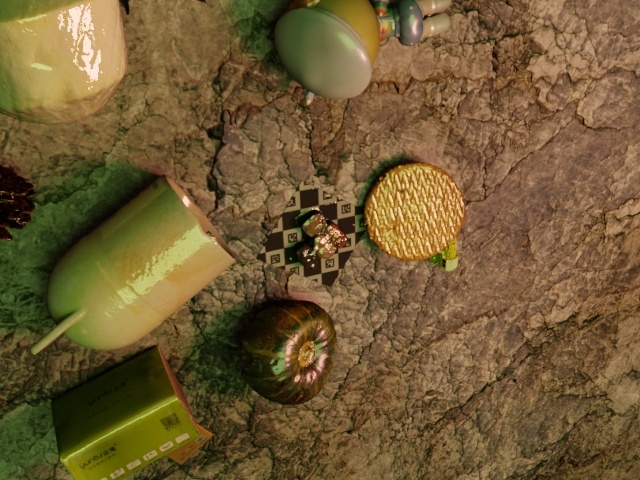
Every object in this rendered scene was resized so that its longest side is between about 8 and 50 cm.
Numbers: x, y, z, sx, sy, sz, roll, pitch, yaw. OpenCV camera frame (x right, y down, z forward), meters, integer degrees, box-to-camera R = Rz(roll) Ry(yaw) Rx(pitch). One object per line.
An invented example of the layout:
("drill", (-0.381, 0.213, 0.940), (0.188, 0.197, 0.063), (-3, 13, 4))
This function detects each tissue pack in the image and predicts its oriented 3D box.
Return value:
("tissue pack", (-0.445, 0.406, 1.641), (0.275, 0.200, 0.167), (-26, 125, -11))

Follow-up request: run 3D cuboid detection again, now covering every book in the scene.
("book", (-0.372, 0.496, 1.835), (0.118, 0.012, 0.172), (-43, 125, 1))

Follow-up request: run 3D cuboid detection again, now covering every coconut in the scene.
("coconut", (-0.474, -0.361, 1.182), (0.329, 0.329, 0.328), (-11, 120, -19))

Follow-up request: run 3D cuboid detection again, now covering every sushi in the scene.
("sushi", (0.000, 0.000, 1.724), (0.231, 0.047, 0.219), (23, 105, -32))

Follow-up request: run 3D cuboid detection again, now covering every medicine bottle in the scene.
("medicine bottle", (-0.398, 0.078, 1.469), (0.406, 0.235, 0.235), (-39, 125, -2))

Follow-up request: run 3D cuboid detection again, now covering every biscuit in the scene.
("biscuit", (0.228, -0.068, 1.749), (0.254, 0.035, 0.253), (0, 111, -1))

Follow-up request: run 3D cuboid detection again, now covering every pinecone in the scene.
("pinecone", (-0.624, -0.058, 1.343), (0.163, 0.163, 0.165), (22, 114, -32))

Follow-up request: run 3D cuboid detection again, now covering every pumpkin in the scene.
("pumpkin", (-0.087, 0.266, 1.750), (0.260, 0.189, 0.260), (-8, 101, -46))

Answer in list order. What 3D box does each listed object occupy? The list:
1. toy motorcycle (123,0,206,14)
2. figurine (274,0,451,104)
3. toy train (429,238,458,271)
("toy motorcycle", (-0.312, -0.564, 1.248), (0.213, 0.125, 0.358), (-26, 122, 0))
("figurine", (0.101, -0.434, 1.451), (0.382, 0.205, 0.224), (-31, 136, -8))
("toy train", (0.315, -0.044, 1.826), (0.053, 0.085, 0.249), (-24, 124, -32))
